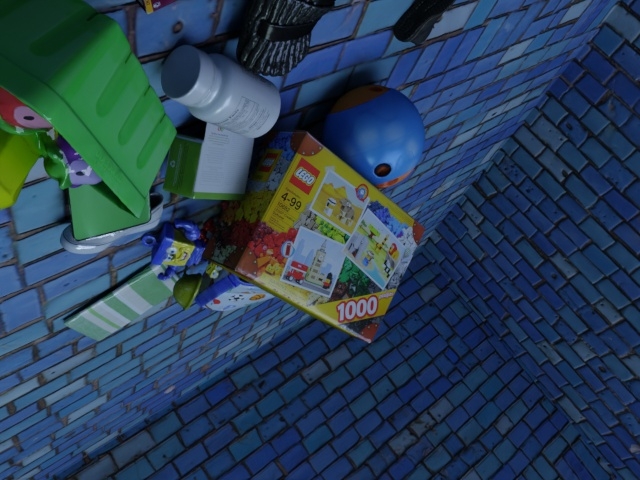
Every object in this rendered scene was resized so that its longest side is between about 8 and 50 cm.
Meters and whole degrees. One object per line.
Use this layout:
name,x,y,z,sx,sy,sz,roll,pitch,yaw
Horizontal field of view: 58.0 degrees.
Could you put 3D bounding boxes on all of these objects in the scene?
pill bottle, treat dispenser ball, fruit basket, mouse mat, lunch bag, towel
pill bottle,-0.194,-0.291,1.135,0.131,0.131,0.229,-45,154,20
treat dispenser ball,0.146,-0.287,1.613,0.288,0.288,0.288,-35,163,-12
fruit basket,-0.435,-0.147,0.844,0.392,0.283,0.392,-53,167,-18
mouse mat,-0.446,-0.088,1.233,0.190,0.007,0.152,-20,122,-45
lunch bag,-0.177,0.068,1.769,0.385,0.239,0.328,-28,178,-36
towel,-0.584,0.183,1.757,0.325,0.038,0.248,-34,162,-11

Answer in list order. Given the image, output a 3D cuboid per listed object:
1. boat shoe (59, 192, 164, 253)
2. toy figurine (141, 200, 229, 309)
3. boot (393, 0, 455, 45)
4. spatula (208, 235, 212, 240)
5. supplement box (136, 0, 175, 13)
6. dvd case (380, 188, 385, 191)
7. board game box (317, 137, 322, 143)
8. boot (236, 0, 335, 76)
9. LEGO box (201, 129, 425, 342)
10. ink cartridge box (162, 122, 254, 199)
boat shoe,-0.466,-0.052,1.306,0.258,0.095,0.084,-36,163,-50
toy figurine,-0.405,0.021,1.618,0.217,0.191,0.362,13,130,-34
boot,0.292,-0.594,1.511,0.198,0.077,0.137,-32,173,28
spatula,-0.336,0.051,1.941,0.084,0.030,0.296,-34,163,-23
supplement box,-0.202,-0.431,0.847,0.188,0.081,0.104,-34,163,-17
dvd case,0.225,-0.232,2.388,0.239,0.029,0.179,-33,162,-22
board game box,-0.048,-0.205,1.667,0.281,0.145,0.027,-26,162,-37
boot,0.004,-0.465,1.098,0.348,0.131,0.260,-19,150,-24
LEGO box,0.000,0.000,1.535,0.500,0.193,0.372,33,79,-37
ink cartridge box,-0.242,-0.226,1.319,0.189,0.097,0.255,-5,109,-61
